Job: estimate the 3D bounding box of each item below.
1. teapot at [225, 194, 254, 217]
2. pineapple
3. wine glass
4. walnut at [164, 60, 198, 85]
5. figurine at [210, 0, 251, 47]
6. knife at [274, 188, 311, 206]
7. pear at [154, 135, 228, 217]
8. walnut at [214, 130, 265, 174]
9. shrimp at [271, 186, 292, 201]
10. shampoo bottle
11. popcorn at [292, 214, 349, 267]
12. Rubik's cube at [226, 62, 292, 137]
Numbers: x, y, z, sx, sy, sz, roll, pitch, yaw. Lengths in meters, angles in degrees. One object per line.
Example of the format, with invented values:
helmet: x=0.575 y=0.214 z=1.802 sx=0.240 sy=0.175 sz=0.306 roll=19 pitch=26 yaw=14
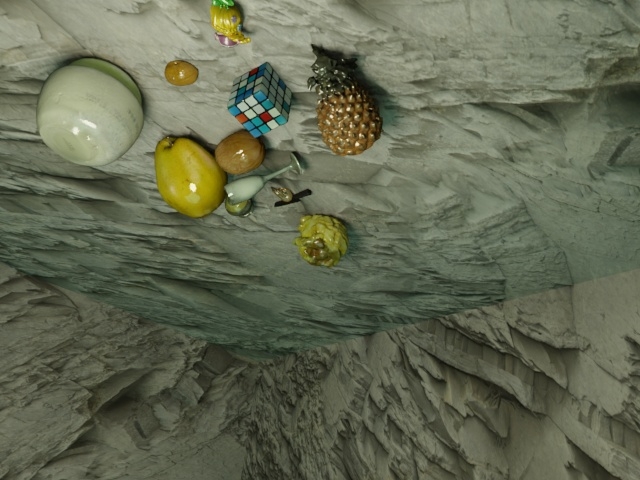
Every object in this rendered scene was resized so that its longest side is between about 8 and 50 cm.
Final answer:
teapot: x=-0.383 y=-0.175 z=2.053 sx=0.165 sy=0.130 sz=0.119 roll=29 pitch=172 yaw=23
pineapple: x=0.068 y=-0.471 z=1.466 sx=0.222 sy=0.223 sz=0.357 roll=-10 pitch=127 yaw=22
wine glass: x=-0.223 y=-0.199 z=1.862 sx=0.309 sy=0.096 sz=0.264 roll=-27 pitch=149 yaw=-10
walnut: x=-0.478 y=-0.559 z=1.522 sx=0.121 sy=0.052 sz=0.091 roll=-1 pitch=149 yaw=13
figurine: x=-0.262 y=-0.646 z=1.316 sx=0.114 sy=0.095 sz=0.156 roll=17 pitch=151 yaw=3
knife: x=-0.131 y=-0.187 z=2.073 sx=0.230 sy=0.028 sz=0.060 roll=-16 pitch=154 yaw=32
pear: x=-0.534 y=-0.250 z=1.804 sx=0.336 sy=0.285 sz=0.285 roll=35 pitch=137 yaw=-30
walnut: x=-0.311 y=-0.338 z=1.738 sx=0.207 sy=0.167 sz=0.167 roll=-18 pitch=140 yaw=29
shrimp: x=-0.173 y=-0.218 z=2.023 sx=0.108 sy=0.023 sz=0.059 roll=38 pitch=112 yaw=-19
shampoo bottle: x=-0.779 y=-0.428 z=1.524 sx=0.322 sy=0.317 sz=0.322 roll=2 pitch=147 yaw=1
popcorn: x=0.000 y=0.007 z=2.152 sx=0.292 sy=0.237 sz=0.293 roll=1 pitch=144 yaw=1
Rubik's cube: x=-0.203 y=-0.474 z=1.517 sx=0.151 sy=0.155 sz=0.154 roll=-16 pitch=142 yaw=30
